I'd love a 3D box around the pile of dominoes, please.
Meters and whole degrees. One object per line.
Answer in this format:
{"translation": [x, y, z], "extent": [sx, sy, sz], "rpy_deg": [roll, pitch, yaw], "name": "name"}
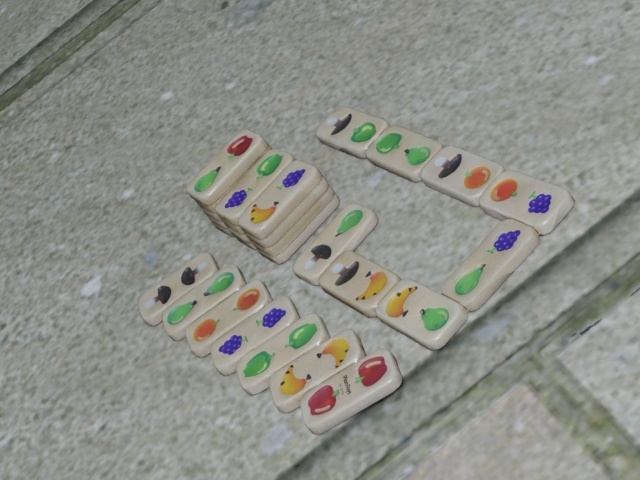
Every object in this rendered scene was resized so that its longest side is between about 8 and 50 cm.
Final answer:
{"translation": [0.000, 0.000, 0.886], "extent": [0.196, 0.040, 0.251], "rpy_deg": [-47, 35, -12], "name": "pile of dominoes"}
